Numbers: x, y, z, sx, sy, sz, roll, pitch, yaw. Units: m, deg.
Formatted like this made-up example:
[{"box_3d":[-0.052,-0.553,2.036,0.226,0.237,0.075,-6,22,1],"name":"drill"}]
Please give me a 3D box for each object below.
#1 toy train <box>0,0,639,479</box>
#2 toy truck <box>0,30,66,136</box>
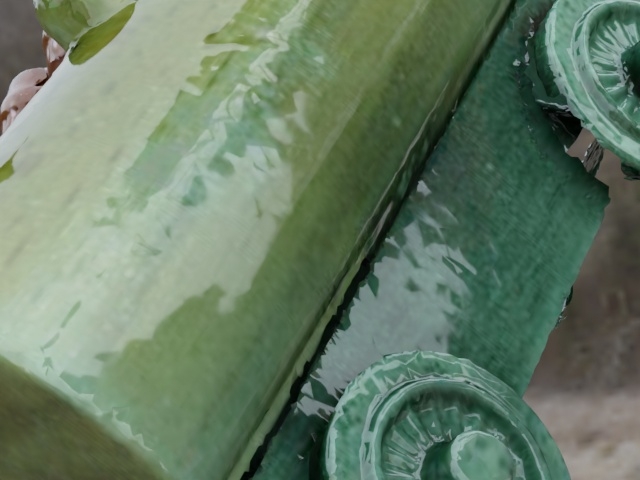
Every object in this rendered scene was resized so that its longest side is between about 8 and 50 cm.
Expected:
[{"box_3d":[-0.005,0.003,0.519,0.307,0.189,0.126,-59,2,-41],"name":"toy train"},{"box_3d":[-0.049,-0.133,1.015,0.211,0.204,0.288,9,-22,-13],"name":"toy truck"}]
